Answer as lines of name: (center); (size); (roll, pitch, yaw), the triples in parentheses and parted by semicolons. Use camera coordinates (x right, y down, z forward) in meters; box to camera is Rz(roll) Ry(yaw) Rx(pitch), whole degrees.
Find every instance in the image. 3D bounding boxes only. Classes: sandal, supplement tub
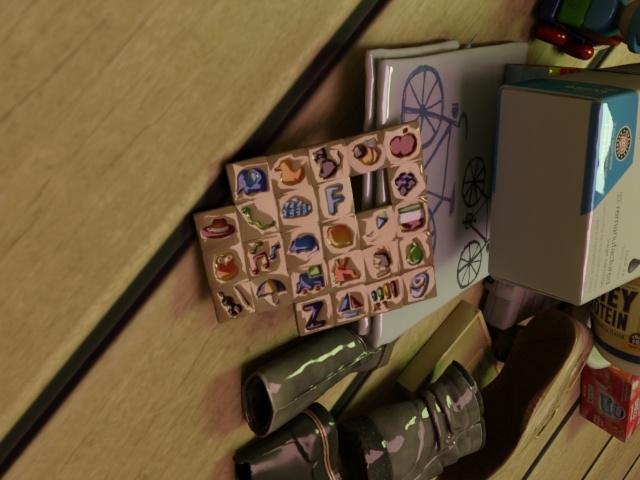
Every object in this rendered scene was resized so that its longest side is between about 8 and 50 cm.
sandal: (0.349, 0.181, 1.305); (0.219, 0.060, 0.090); (35, 65, -58)
supplement tub: (0.526, 0.028, 1.168); (0.228, 0.228, 0.316); (-27, 117, -34)

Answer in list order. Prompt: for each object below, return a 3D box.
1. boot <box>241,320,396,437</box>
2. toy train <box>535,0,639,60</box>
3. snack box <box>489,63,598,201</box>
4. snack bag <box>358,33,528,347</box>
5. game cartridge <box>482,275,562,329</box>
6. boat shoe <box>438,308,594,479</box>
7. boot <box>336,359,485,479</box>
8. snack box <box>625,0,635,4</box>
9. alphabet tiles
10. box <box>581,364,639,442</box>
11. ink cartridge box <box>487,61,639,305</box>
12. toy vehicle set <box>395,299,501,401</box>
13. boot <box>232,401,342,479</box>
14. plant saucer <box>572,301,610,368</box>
boot: (0.004, 0.123, 0.917); (0.209, 0.076, 0.189); (-15, 124, -33)
toy train: (0.404, -0.277, 1.013); (0.248, 0.143, 0.105); (4, 112, -49)
snack box: (0.315, -0.134, 0.988); (0.207, 0.070, 0.174); (-7, 108, -39)
snack bag: (0.155, -0.078, 0.913); (0.343, 0.037, 0.323); (-23, 119, -46)
game cartridge: (0.369, -0.044, 1.206); (0.230, 0.068, 0.355); (-12, 123, -38)
boat shoe: (0.316, 0.269, 1.216); (0.110, 0.121, 0.341); (23, 107, -44)
boot: (0.148, 0.348, 1.143); (0.223, 0.118, 0.338); (-21, 134, -22)
snack box: (0.482, -0.370, 1.101); (0.141, 0.037, 0.100); (0, 114, -48)
alphabet tiles: (0.000, 0.000, 0.770); (0.237, 0.009, 0.198); (-15, 113, -13)
box: (0.681, 0.326, 1.746); (0.128, 0.123, 0.256); (-41, 139, -22)
ink cartridge box: (0.345, -0.081, 0.894); (0.307, 0.129, 0.223); (-17, 114, -37)
toy vehicle set: (0.220, 0.231, 1.244); (0.166, 0.035, 0.267); (-46, 141, -15)
boot: (-0.045, 0.318, 0.994); (0.137, 0.077, 0.197); (-23, 117, -31)
plant saucer: (0.583, 0.052, 1.470); (0.400, 0.100, 0.400); (-27, 132, -34)
